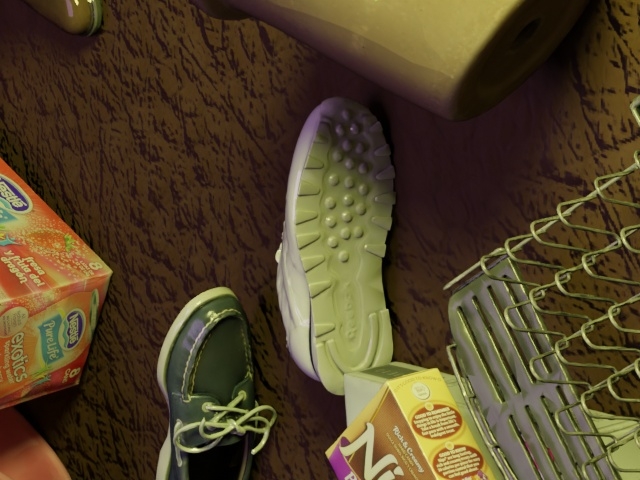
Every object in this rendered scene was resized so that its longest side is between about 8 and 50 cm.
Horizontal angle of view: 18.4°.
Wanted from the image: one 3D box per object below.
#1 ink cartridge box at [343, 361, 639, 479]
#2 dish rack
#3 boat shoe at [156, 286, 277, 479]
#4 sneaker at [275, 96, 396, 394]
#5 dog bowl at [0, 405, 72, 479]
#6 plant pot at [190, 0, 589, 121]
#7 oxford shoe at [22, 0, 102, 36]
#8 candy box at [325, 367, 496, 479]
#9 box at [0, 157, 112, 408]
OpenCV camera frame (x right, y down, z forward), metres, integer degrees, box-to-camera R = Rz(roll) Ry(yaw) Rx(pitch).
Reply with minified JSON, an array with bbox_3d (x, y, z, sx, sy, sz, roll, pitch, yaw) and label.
[{"bbox_3d":[0.124,0.227,1.438,0.275,0.060,0.239,10,106,54],"label":"ink cartridge box"},{"bbox_3d":[0.187,0.054,1.234,0.271,0.074,0.208,-37,67,34],"label":"dish rack"},{"bbox_3d":[-0.093,0.157,1.696,0.079,0.095,0.254,46,136,41],"label":"boat shoe"},{"bbox_3d":[0.000,0.000,1.531,0.095,0.090,0.235,32,124,58],"label":"sneaker"},{"bbox_3d":[-0.412,0.202,1.947,0.150,0.408,0.408,-48,50,2],"label":"dog bowl"},{"bbox_3d":[0.053,-0.204,1.275,0.229,0.263,0.263,43,135,17],"label":"plant pot"},{"bbox_3d":[-0.299,-0.260,1.845,0.227,0.096,0.083,40,134,15],"label":"oxford shoe"},{"bbox_3d":[0.082,0.198,1.391,0.186,0.053,0.109,62,142,22],"label":"candy box"},{"bbox_3d":[-0.361,0.017,1.962,0.300,0.142,0.154,42,128,31],"label":"box"}]
